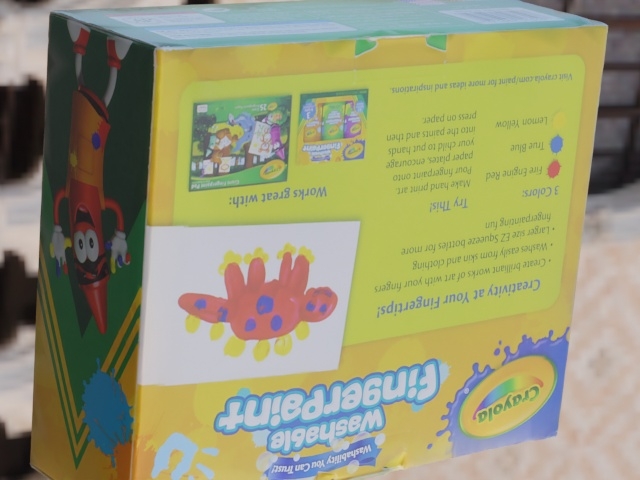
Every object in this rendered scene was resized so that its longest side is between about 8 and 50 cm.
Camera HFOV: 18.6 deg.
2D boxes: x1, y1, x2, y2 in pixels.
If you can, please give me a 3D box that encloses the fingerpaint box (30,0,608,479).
[{"bbox_3d":[0.000,0.000,1.571,0.163,0.445,0.371,23,-65,49],"label":"fingerpaint box"}]
